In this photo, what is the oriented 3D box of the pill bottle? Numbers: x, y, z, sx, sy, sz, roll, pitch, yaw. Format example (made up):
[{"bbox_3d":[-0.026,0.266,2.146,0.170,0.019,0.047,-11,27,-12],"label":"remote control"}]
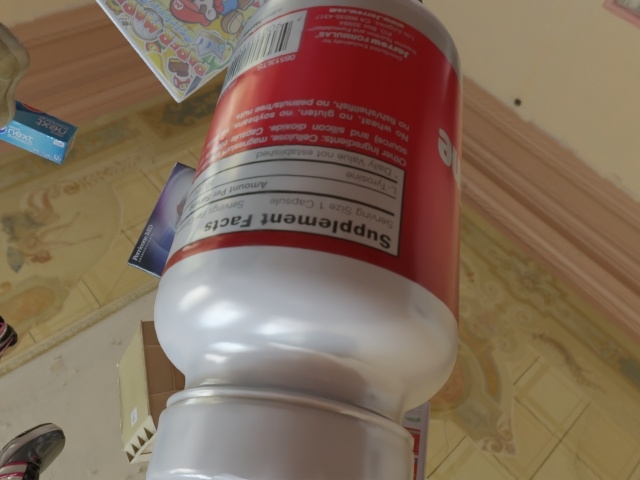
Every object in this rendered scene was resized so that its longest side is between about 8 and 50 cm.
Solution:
[{"bbox_3d":[0.000,0.000,0.472,0.229,0.229,0.408,11,-120,-4],"label":"pill bottle"}]

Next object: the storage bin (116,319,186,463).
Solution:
[{"bbox_3d":[-0.379,0.350,1.327,0.123,0.262,0.260,4,-124,-32],"label":"storage bin"}]

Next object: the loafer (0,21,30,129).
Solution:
[{"bbox_3d":[-0.512,-0.225,0.837,0.102,0.268,0.092,49,-129,-11],"label":"loafer"}]

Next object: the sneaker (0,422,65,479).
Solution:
[{"bbox_3d":[-0.487,0.433,0.931,0.178,0.124,0.295,19,-151,14],"label":"sneaker"}]

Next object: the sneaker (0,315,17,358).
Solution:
[{"bbox_3d":[-0.560,0.203,0.910,0.178,0.077,0.072,-43,-119,-14],"label":"sneaker"}]

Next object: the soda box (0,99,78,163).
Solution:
[{"bbox_3d":[-0.656,-0.254,1.251,0.210,0.067,0.071,24,-140,-17],"label":"soda box"}]

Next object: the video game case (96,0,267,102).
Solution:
[{"bbox_3d":[-0.175,-0.331,0.728,0.206,0.227,0.026,-38,-157,-1],"label":"video game case"}]

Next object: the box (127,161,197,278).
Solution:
[{"bbox_3d":[-0.285,-0.003,1.478,0.294,0.183,0.296,21,-100,15],"label":"box"}]

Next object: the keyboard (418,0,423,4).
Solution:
[{"bbox_3d":[0.116,-0.432,0.972,0.033,0.201,0.317,-23,-124,7],"label":"keyboard"}]

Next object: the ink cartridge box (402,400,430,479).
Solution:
[{"bbox_3d":[0.065,0.467,1.214,0.309,0.130,0.272,8,-131,9],"label":"ink cartridge box"}]
